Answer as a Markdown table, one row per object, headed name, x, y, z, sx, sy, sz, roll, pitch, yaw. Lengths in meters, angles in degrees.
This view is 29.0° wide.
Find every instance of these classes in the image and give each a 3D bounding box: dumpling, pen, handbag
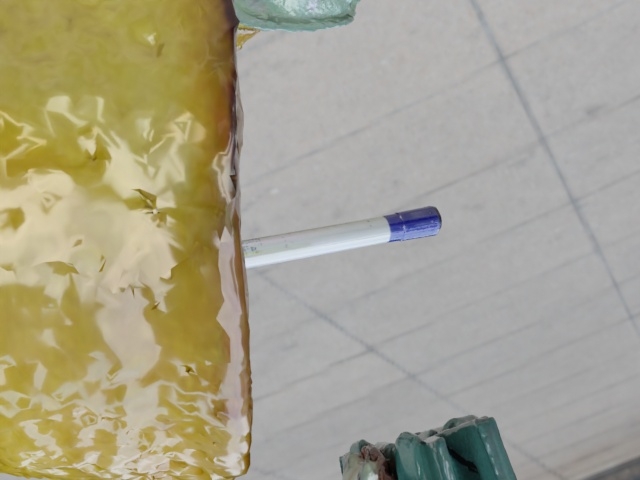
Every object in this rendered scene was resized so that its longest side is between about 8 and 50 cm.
| name | x | y | z | sx | sy | sz | roll | pitch | yaw |
| --- | --- | --- | --- | --- | --- | --- | --- | --- | --- |
| dumpling | -0.057 | -0.314 | 1.504 | 0.149 | 0.217 | 0.104 | -45 | 157 | -73 |
| pen | 0.000 | 0.001 | 1.252 | 0.269 | 0.033 | 0.033 | -10 | 156 | -24 |
| handbag | 0.084 | 0.267 | 0.863 | 0.100 | 0.274 | 0.269 | -14 | 173 | -14 |

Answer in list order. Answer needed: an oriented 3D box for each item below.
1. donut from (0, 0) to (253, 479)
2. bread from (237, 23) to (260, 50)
| name | x | y | z | sx | sy | sz | roll | pitch | yaw |
| --- | --- | --- | --- | --- | --- | --- | --- | --- | --- |
| donut | -0.108 | -0.034 | 0.514 | 0.110 | 0.302 | 0.303 | -7 | 155 | -14 |
| bread | -0.147 | -0.335 | 1.625 | 0.065 | 0.187 | 0.103 | -27 | -169 | -36 |
